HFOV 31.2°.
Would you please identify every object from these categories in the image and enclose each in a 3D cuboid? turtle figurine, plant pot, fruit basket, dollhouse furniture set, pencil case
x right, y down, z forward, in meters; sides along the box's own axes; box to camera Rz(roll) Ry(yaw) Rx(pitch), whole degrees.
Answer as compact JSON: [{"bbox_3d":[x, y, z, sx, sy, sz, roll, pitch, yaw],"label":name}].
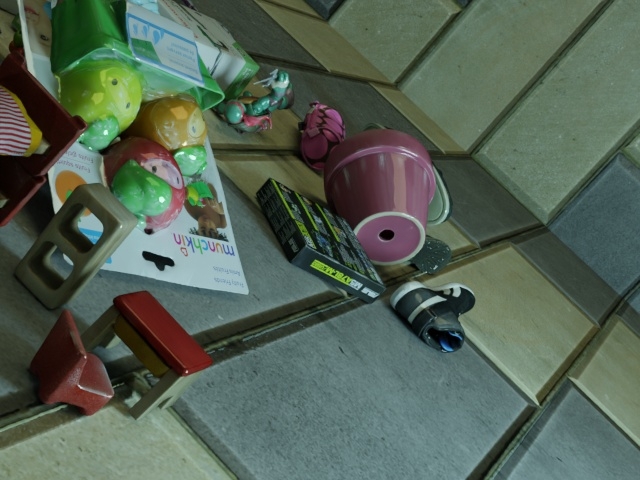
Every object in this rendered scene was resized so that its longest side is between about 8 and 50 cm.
[{"bbox_3d":[-0.132,-0.249,2.047,0.175,0.118,0.234,3,7,15],"label":"turtle figurine"},{"bbox_3d":[0.108,-0.063,2.000,0.201,0.201,0.180,32,35,-30],"label":"plant pot"},{"bbox_3d":[-0.213,-0.118,1.379,0.327,0.165,0.353,16,49,-55],"label":"fruit basket"},{"bbox_3d":[-0.259,-0.008,1.051,0.374,0.152,0.201,44,17,11],"label":"dollhouse furniture set"},{"bbox_3d":[0.001,-0.211,2.284,0.209,0.095,0.098,-92,166,-71],"label":"pencil case"}]

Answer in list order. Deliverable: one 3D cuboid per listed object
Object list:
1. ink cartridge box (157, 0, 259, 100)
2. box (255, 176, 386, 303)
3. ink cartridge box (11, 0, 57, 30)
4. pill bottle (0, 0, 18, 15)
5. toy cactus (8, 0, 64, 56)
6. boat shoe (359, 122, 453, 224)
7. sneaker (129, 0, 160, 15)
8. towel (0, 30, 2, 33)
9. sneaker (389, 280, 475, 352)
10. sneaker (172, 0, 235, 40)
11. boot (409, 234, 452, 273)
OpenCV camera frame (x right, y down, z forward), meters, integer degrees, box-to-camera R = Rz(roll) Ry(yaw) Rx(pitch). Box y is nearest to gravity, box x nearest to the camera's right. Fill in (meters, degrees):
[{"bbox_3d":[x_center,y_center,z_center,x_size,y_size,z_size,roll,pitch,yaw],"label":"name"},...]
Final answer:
[{"bbox_3d":[-0.239,-0.355,2.103,0.160,0.092,0.219,48,17,23],"label":"ink cartridge box"},{"bbox_3d":[0.000,0.000,1.818,0.184,0.045,0.190,25,23,-38],"label":"box"},{"bbox_3d":[-0.346,-0.266,1.682,0.209,0.062,0.109,47,17,16],"label":"ink cartridge box"},{"bbox_3d":[-0.391,-0.524,1.714,0.204,0.361,0.204,37,17,-13],"label":"pill bottle"},{"bbox_3d":[-0.334,-0.249,1.516,0.219,0.112,0.180,33,56,-57],"label":"toy cactus"},{"bbox_3d":[0.208,-0.142,2.511,0.113,0.127,0.340,10,23,-40],"label":"boat shoe"},{"bbox_3d":[-0.315,-0.373,1.875,0.366,0.150,0.135,45,17,11],"label":"sneaker"},{"bbox_3d":[-0.470,-0.286,1.515,0.067,0.029,0.119,38,17,-8],"label":"towel"},{"bbox_3d":[0.211,0.136,1.905,0.217,0.079,0.121,5,42,-51],"label":"sneaker"},{"bbox_3d":[-0.267,-0.417,2.277,0.224,0.083,0.098,42,39,11],"label":"sneaker"},{"bbox_3d":[0.143,-0.036,2.212,0.190,0.076,0.208,28,14,-44],"label":"boot"}]
